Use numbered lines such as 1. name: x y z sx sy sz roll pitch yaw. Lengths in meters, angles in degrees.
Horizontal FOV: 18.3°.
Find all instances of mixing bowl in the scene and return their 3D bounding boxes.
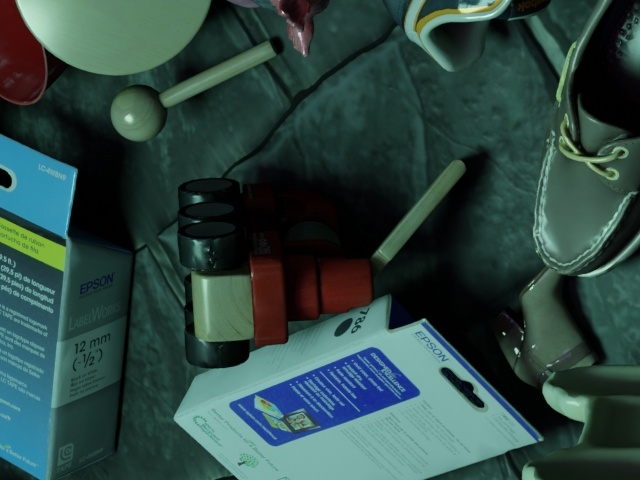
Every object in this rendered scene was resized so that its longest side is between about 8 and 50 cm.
1. mixing bowl: -0.284 -0.232 1.904 0.181 0.098 0.181 36 145 31

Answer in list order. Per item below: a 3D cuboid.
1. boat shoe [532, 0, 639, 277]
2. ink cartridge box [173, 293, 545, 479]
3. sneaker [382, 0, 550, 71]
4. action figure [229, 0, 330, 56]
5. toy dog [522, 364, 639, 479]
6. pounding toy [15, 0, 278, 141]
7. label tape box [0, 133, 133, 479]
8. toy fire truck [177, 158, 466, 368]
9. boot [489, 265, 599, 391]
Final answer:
1. boat shoe: 0.232 -0.106 1.527 0.116 0.097 0.324 36 121 24
2. ink cartridge box: 0.036 0.147 1.762 0.332 0.065 0.165 -23 119 42
3. sneaker: 0.159 -0.255 1.531 0.127 0.126 0.321 59 142 14
4. action figure: -0.082 -0.313 1.605 0.248 0.276 0.370 -57 43 48
5. toy dog: 0.323 0.324 1.526 0.395 0.284 0.408 -2 105 2
6. pounding toy: -0.171 -0.229 1.823 0.183 0.110 0.237 -33 104 7
7. label tape box: -0.318 0.038 2.033 0.249 0.115 0.348 23 116 32
8. toy fire truck: 0.000 0.000 1.733 0.246 0.217 0.158 -3 106 -3
9. boot: 0.200 0.072 1.665 0.087 0.042 0.118 45 125 9
